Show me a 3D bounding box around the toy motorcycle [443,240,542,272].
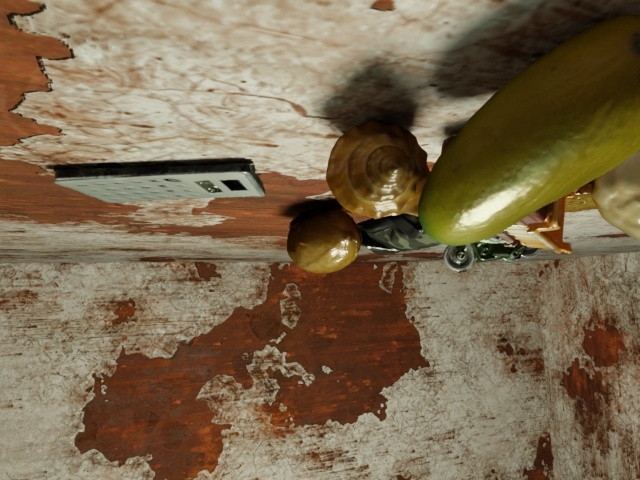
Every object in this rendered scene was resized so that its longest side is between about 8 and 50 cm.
[{"bbox_3d":[0.437,0.005,1.202,0.274,0.127,0.205,-9,174,2],"label":"toy motorcycle"}]

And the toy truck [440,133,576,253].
[{"bbox_3d":[0.245,-0.050,0.591,0.135,0.114,0.270,2,173,37],"label":"toy truck"}]

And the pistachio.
[{"bbox_3d":[0.415,-0.067,0.516,0.214,0.144,0.144,-8,173,2],"label":"pistachio"}]

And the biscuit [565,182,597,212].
[{"bbox_3d":[0.474,-0.078,0.851,0.187,0.027,0.188,-1,172,0],"label":"biscuit"}]

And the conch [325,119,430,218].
[{"bbox_3d":[0.063,-0.082,0.516,0.109,0.093,0.330,5,-167,2],"label":"conch"}]

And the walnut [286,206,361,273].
[{"bbox_3d":[0.000,0.000,0.945,0.137,0.137,0.245,2,176,-28],"label":"walnut"}]

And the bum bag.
[{"bbox_3d":[0.195,-0.033,0.892,0.143,0.095,0.340,10,162,-30],"label":"bum bag"}]

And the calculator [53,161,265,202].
[{"bbox_3d":[-0.212,-0.081,0.670,0.261,0.021,0.161,-2,174,2],"label":"calculator"}]

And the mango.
[{"bbox_3d":[0.156,-0.065,0.368,0.137,0.091,0.237,-7,151,-44],"label":"mango"}]
